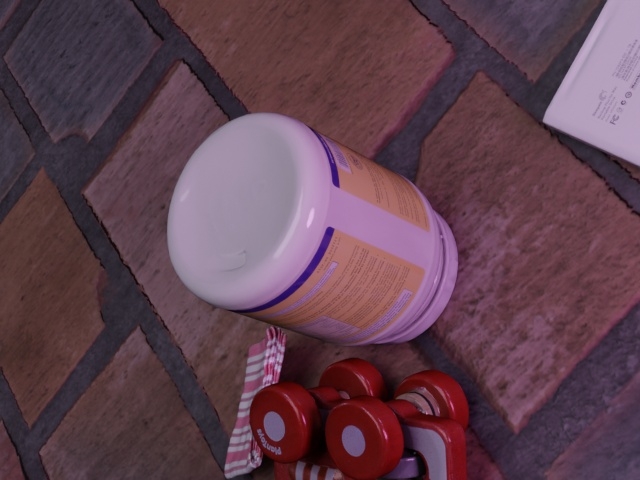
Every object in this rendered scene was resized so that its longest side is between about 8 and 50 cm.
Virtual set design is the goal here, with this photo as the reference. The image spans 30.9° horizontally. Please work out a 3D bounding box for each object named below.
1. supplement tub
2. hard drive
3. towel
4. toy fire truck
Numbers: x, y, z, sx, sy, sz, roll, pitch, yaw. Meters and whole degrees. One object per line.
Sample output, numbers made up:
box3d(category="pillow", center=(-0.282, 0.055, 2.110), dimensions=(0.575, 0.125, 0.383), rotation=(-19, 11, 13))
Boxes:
box3d(category="supplement tub", center=(0.000, 0.000, 1.452), dimensions=(0.241, 0.331, 0.241), rotation=(-15, 65, 35))
box3d(category="hard drive", center=(0.429, -0.171, 1.349), dimensions=(0.307, 0.040, 0.203), rotation=(33, 97, 42))
box3d(category="towel", center=(-0.094, 0.225, 1.592), dimensions=(0.144, 0.029, 0.197), rotation=(134, 150, -64))
box3d(category="toy fire truck", center=(0.054, 0.294, 1.441), dimensions=(0.302, 0.169, 0.254), rotation=(4, 102, 41))
